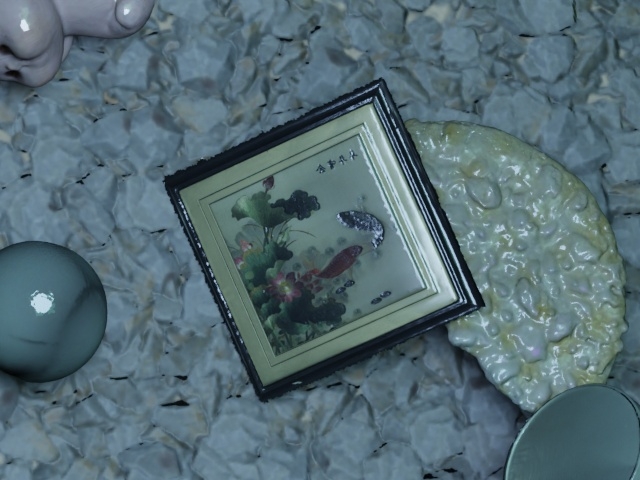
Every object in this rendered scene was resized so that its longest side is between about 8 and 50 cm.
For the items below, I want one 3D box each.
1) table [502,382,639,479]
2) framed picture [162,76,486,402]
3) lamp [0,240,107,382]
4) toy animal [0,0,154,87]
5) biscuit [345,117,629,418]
[{"bbox_3d":[0.254,0.212,1.454,0.220,0.126,0.126,39,68,-35],"label":"table"},{"bbox_3d":[0.000,0.000,1.473,0.195,0.010,0.199,-24,86,7],"label":"framed picture"},{"bbox_3d":[-0.208,0.052,1.397,0.105,0.105,0.105,3,78,-17],"label":"lamp"},{"bbox_3d":[-0.237,-0.158,1.428,0.212,0.124,0.124,-33,90,-14],"label":"toy animal"},{"bbox_3d":[0.152,0.016,1.522,0.179,0.084,0.281,-33,85,-15],"label":"biscuit"}]
